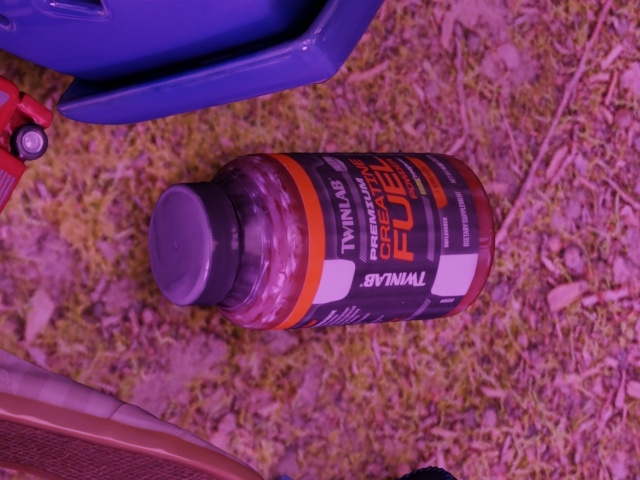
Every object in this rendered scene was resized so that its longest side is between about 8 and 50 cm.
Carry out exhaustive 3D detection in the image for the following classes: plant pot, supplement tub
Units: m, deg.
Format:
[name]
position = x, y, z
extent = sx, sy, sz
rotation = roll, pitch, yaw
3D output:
[plant pot]
position = -0.075, -0.197, 0.932
extent = 0.212, 0.236, 0.236
rotation = 49, 52, -29
[supplement tub]
position = 0.000, 0.000, 1.057
extent = 0.198, 0.106, 0.106
rotation = -3, 89, -35

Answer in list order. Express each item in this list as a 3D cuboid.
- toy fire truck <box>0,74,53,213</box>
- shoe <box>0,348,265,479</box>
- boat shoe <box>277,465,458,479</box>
[toy fire truck]
position = -0.237, -0.024, 0.930
extent = 0.135, 0.047, 0.192
rotation = 36, 68, -27
[shoe]
position = -0.120, 0.108, 0.982
extent = 0.219, 0.076, 0.058
rotation = 23, 39, -22
[boat shoe]
position = -0.015, 0.198, 1.038
extent = 0.258, 0.109, 0.089
rotation = -34, 103, -33
